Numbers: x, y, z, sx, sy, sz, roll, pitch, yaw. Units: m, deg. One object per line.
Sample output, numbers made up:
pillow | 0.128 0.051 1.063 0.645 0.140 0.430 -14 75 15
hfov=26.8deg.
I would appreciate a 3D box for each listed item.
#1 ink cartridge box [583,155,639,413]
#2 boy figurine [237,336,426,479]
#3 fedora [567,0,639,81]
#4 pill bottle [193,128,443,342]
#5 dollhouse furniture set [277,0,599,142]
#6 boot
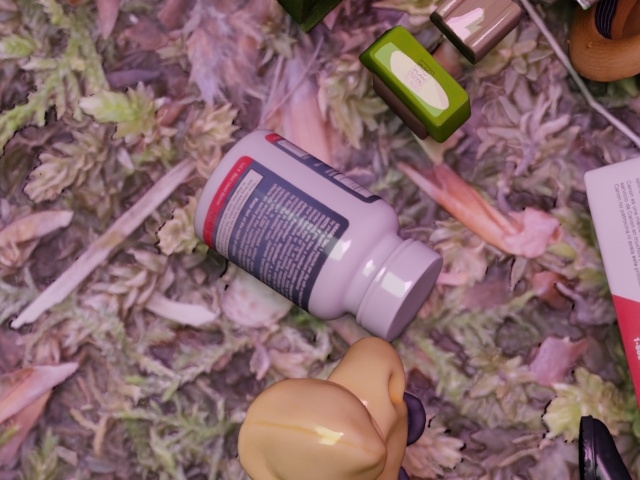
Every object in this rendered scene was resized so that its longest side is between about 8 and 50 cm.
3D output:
ink cartridge box | 0.350 0.015 0.959 0.273 0.114 0.197 -16 77 21
boy figurine | 0.014 0.153 0.940 0.092 0.285 0.177 12 86 14
fedora | 0.280 -0.185 1.038 0.079 0.194 0.194 38 89 -24
pill bottle | 0.000 0.000 1.062 0.180 0.108 0.108 33 88 16
dollhouse furniture set | 0.136 -0.242 1.075 0.301 0.151 0.197 -43 87 -2
boot | 0.246 0.189 1.008 0.099 0.045 0.121 -5 73 6
